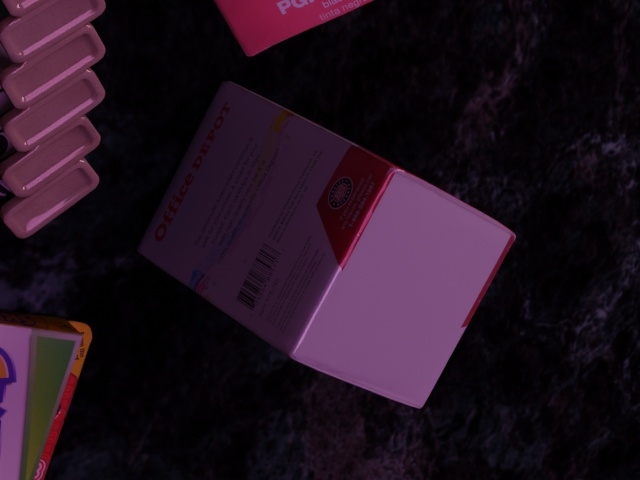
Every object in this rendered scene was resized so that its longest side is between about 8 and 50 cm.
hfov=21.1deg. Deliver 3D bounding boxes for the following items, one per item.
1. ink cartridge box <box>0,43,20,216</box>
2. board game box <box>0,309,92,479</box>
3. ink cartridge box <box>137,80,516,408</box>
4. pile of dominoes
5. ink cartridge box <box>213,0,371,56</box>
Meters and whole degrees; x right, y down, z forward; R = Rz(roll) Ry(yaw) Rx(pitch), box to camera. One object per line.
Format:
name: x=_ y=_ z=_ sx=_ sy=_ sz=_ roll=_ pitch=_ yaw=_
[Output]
ink cartridge box: x=-0.237 y=-0.078 z=0.921 sx=0.207 sy=0.046 sz=0.097 roll=12 pitch=117 yaw=-40
board game box: x=-0.254 y=0.095 z=1.013 sx=0.259 sy=0.039 sz=0.124 roll=10 pitch=105 yaw=-43
ink cartridge box: x=0.000 y=0.000 z=1.069 sx=0.127 sy=0.176 sz=0.128 roll=25 pitch=95 yaw=-44
pile of dominoes: x=-0.207 y=-0.079 z=0.893 sx=0.196 sy=0.040 sz=0.251 roll=-21 pitch=143 yaw=-25
ink cartridge box: x=-0.051 y=-0.236 z=0.919 sx=0.092 sy=0.159 sz=0.218 roll=-22 pitch=130 yaw=14
